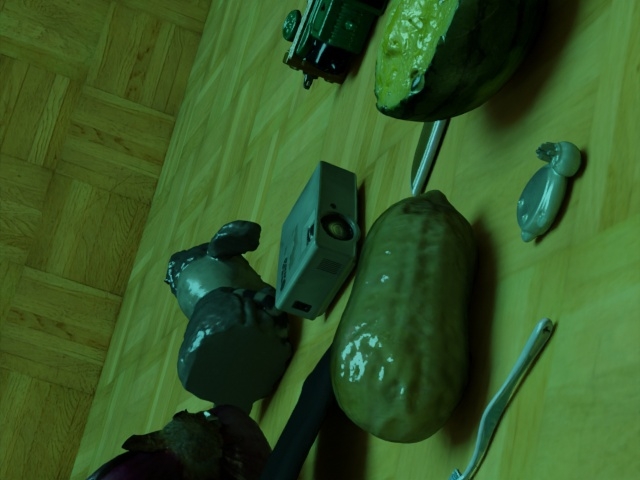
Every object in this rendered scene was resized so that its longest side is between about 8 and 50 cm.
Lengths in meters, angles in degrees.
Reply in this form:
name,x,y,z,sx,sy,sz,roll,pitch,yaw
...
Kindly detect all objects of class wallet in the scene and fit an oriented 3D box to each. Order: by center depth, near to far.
name,x,y,z,sx,sy,sz,roll,pitch,yaw
wallet,-0.024,0.186,1.224,0.146,0.030,0.285,-52,6,41

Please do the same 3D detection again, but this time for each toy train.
name,x,y,z,sx,sy,sz,roll,pitch,yaw
toy train,0.027,-0.303,1.684,0.228,0.091,0.136,-69,25,8

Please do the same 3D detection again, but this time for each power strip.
name,x,y,z,sx,sy,sz,roll,pitch,yaw
power strip,0.164,-0.039,0.960,0.055,0.035,0.083,-92,23,-54

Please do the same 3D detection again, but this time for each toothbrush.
name,x,y,z,sx,sy,sz,roll,pitch,yaw
toothbrush,0.129,0.124,0.925,0.162,0.014,0.017,-63,35,23

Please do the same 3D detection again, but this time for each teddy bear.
name,x,y,z,sx,sy,sz,roll,pitch,yaw
teddy bear,-0.100,0.074,1.574,0.171,0.144,0.251,-55,30,38

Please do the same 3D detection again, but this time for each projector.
name,x,y,z,sx,sy,sz,roll,pitch,yaw
projector,0.000,0.000,1.447,0.147,0.061,0.115,-87,21,-48

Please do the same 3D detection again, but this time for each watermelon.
name,x,y,z,sx,sy,sz,roll,pitch,yaw
watermelon,0.130,-0.206,1.107,0.204,0.127,0.232,-151,79,-75

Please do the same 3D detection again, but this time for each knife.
name,x,y,z,sx,sy,sz,roll,pitch,yaw
knife,0.126,-0.165,1.280,0.046,0.022,0.256,0,72,70

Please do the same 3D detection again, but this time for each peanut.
name,x,y,z,sx,sy,sz,roll,pitch,yaw
peanut,0.072,0.057,1.034,0.110,0.120,0.236,-14,43,29

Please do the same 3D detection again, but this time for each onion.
name,x,y,z,sx,sy,sz,roll,pitch,yaw
onion,-0.173,0.335,1.357,0.267,0.159,0.349,-20,-28,-48
